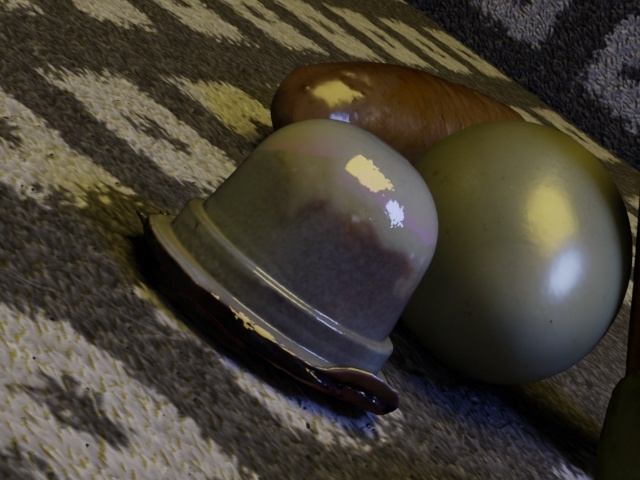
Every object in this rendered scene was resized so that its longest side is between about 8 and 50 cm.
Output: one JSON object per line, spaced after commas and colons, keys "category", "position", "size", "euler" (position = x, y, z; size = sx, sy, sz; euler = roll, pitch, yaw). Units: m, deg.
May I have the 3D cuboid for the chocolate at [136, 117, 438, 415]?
{"category": "chocolate", "position": [0.003, 0.000, 1.107], "size": [0.221, 0.147, 0.221], "euler": [35, 16, -12]}

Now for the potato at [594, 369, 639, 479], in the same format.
{"category": "potato", "position": [0.278, 0.224, 0.965], "size": [0.330, 0.212, 0.280], "euler": [24, -3, -3]}

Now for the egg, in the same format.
{"category": "egg", "position": [0.141, 0.011, 1.295], "size": [0.188, 0.188, 0.253], "euler": [32, 21, -11]}

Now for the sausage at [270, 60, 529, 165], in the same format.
{"category": "sausage", "position": [0.105, -0.099, 1.718], "size": [0.501, 0.123, 0.136], "euler": [14, 54, -54]}

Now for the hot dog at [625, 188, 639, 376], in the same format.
{"category": "hot dog", "position": [0.292, 0.036, 1.284], "size": [0.117, 0.349, 0.158], "euler": [5, 7, 9]}
